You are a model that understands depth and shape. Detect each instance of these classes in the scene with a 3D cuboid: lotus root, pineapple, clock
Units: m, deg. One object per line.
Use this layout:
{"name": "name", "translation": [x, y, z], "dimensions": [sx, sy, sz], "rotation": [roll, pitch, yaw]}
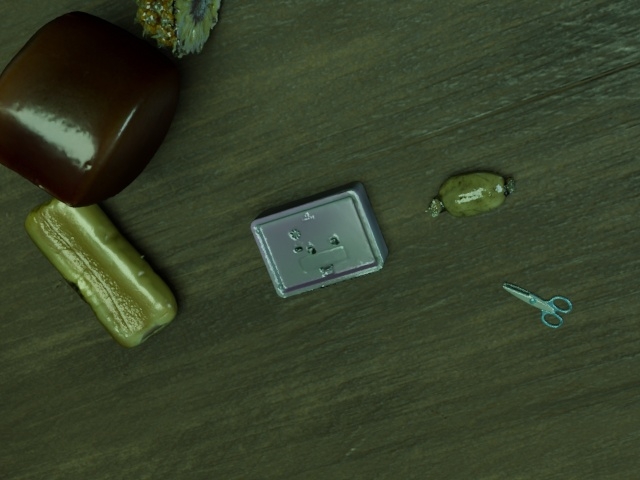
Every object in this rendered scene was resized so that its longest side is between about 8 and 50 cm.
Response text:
{"name": "lotus root", "translation": [0.239, -0.073, 1.935], "dimensions": [0.151, 0.063, 0.072], "rotation": [-19, 113, 15]}
{"name": "pineapple", "translation": [-0.248, -0.388, 1.895], "dimensions": [0.136, 0.161, 0.176], "rotation": [15, 110, 20]}
{"name": "clock", "translation": [0.000, 0.000, 2.014], "dimensions": [0.197, 0.063, 0.150], "rotation": [-17, 104, 18]}

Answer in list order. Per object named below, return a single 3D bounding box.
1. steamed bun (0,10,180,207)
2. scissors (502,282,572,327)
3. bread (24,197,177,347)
{"name": "steamed bun", "translation": [-0.355, -0.216, 1.861], "dimensions": [0.235, 0.379, 0.248], "rotation": [31, 102, 1]}
{"name": "scissors", "translation": [0.356, 0.102, 1.992], "dimensions": [0.119, 0.014, 0.058], "rotation": [26, 111, 0]}
{"name": "bread", "translation": [-0.380, 0.044, 2.102], "dimensions": [0.142, 0.091, 0.305], "rotation": [-37, 97, 14]}
